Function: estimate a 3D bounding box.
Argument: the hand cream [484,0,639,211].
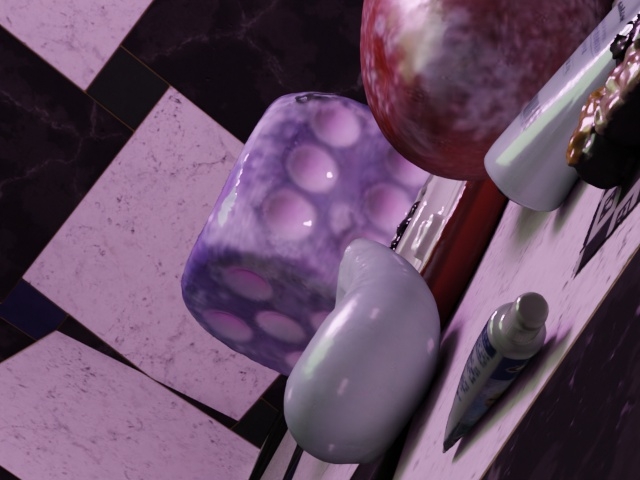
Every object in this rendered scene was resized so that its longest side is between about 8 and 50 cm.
[{"bbox_3d":[0.220,-0.154,1.126,0.320,0.067,0.109,-58,2,26],"label":"hand cream"}]

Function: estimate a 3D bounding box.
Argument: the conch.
[{"bbox_3d":[0.041,0.103,1.431,0.185,0.121,0.221,-52,11,51],"label":"conch"}]

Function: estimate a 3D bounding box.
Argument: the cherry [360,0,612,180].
[{"bbox_3d":[0.140,-0.179,1.359,0.285,0.213,0.236,-86,-4,-47],"label":"cherry"}]

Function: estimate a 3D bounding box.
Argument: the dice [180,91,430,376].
[{"bbox_3d":[0.000,0.000,1.975,0.270,0.270,0.271,-64,2,-31],"label":"dice"}]

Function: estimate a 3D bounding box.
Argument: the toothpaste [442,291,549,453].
[{"bbox_3d":[0.110,0.082,1.036,0.216,0.037,0.062,110,-175,-64],"label":"toothpaste"}]

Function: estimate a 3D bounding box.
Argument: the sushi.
[{"bbox_3d":[0.198,-0.108,0.969,0.192,0.050,0.215,-64,2,-32],"label":"sushi"}]

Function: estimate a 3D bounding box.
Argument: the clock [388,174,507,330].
[{"bbox_3d":[0.111,0.007,1.652,0.318,0.080,0.318,-64,2,3],"label":"clock"}]
